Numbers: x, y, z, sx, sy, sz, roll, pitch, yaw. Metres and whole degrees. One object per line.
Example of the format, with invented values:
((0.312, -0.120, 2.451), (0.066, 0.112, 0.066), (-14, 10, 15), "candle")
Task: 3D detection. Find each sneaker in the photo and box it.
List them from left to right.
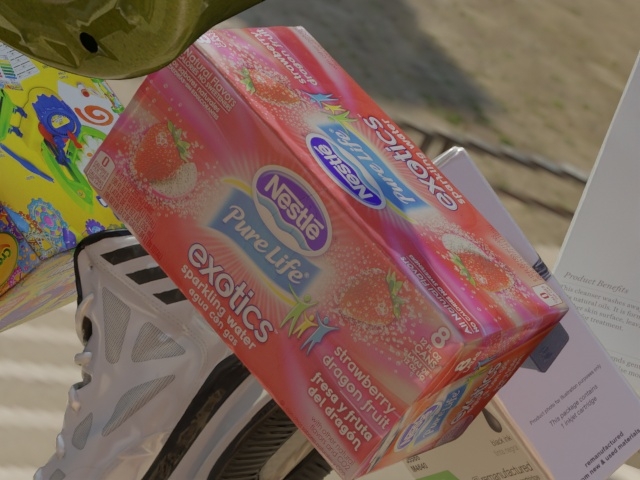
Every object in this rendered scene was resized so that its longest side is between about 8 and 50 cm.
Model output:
((-0.157, 0.159, 1.468), (0.169, 0.447, 0.257), (23, 28, -51), "sneaker")

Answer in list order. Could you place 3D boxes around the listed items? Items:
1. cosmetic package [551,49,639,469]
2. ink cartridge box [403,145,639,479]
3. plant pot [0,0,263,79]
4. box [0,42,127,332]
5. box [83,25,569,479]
((0.342, 0.014, 1.675), (0.217, 0.156, 0.385), (19, 62, 17), "cosmetic package")
((0.111, 0.086, 1.444), (0.115, 0.198, 0.273), (-36, 91, -28), "ink cartridge box")
((-0.064, -0.278, 0.953), (0.366, 0.366, 0.353), (32, 58, 14), "plant pot")
((-0.310, -0.072, 1.618), (0.279, 0.177, 0.290), (55, 23, 5), "box")
((0.000, 0.000, 1.248), (0.300, 0.142, 0.154), (48, 30, 20), "box")
